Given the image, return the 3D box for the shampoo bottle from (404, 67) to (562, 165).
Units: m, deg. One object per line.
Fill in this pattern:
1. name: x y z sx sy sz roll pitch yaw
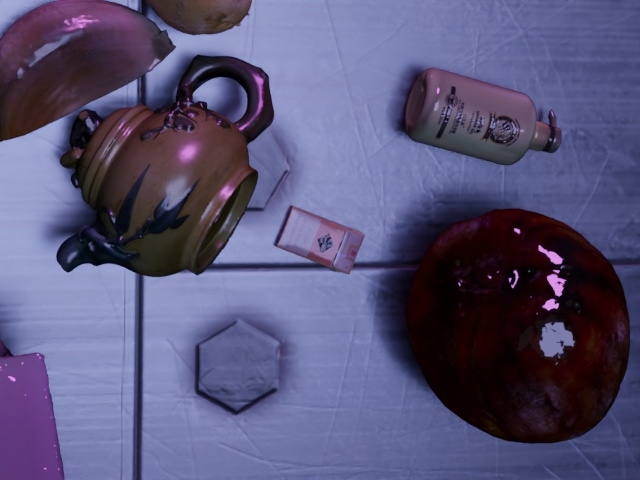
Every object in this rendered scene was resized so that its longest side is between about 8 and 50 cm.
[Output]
1. shampoo bottle: 0.172 -0.121 1.895 0.162 0.079 0.079 15 94 -15

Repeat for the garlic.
1. garlic: -0.247 -0.181 1.783 0.195 0.087 0.101 -30 118 -12

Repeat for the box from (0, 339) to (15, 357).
1. box: -0.477 0.183 1.760 0.190 0.112 0.370 43 87 -17

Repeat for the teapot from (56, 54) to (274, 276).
1. teapot: -0.159 -0.074 1.788 0.182 0.173 0.269 30 79 8

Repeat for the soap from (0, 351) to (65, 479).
1. soap: -0.365 0.263 1.635 0.285 0.107 0.296 -8 69 -14

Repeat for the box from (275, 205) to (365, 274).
1. box: 0.000 0.000 1.904 0.083 0.012 0.046 21 91 -15

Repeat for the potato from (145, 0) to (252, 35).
1. potato: -0.134 -0.276 1.777 0.118 0.109 0.178 -29 102 19

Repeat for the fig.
1. fig: 0.210 0.094 1.869 0.224 0.224 0.263 -30 110 -8
